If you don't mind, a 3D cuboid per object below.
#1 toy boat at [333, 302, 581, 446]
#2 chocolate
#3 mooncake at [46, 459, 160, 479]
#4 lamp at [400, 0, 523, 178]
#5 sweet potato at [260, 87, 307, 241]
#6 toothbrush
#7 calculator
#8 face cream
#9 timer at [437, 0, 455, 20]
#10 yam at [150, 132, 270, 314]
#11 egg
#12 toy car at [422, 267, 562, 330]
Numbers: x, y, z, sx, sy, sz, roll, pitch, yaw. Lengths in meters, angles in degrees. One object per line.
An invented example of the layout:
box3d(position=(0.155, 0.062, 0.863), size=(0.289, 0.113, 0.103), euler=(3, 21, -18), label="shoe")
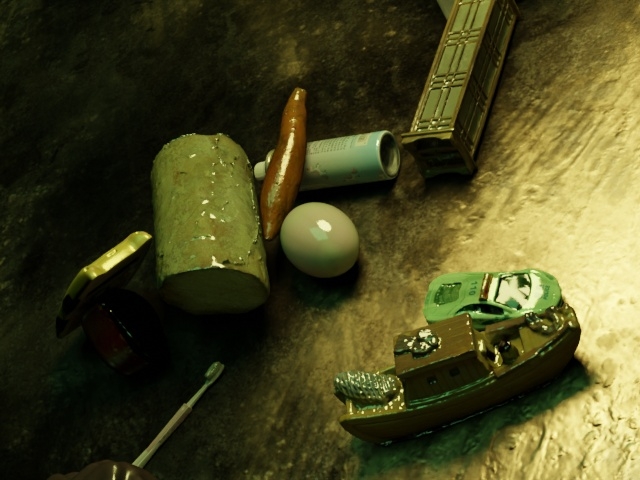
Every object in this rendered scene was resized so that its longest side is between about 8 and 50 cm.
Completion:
box3d(position=(0.162, 0.151, 1.553), size=(0.321, 0.121, 0.089), euler=(-22, 38, 16), label="toy boat")
box3d(position=(-0.299, 0.141, 1.886), size=(0.080, 0.125, 0.149), euler=(-44, 44, 17), label="chocolate")
box3d(position=(-0.296, 0.411, 1.616), size=(0.283, 0.141, 0.283), euler=(-21, 42, 20), label="mooncake")
box3d(position=(0.213, -0.245, 1.897), size=(0.089, 0.090, 0.325), euler=(-3, 51, 33), label="lamp")
box3d(position=(-0.049, -0.115, 1.884), size=(0.057, 0.057, 0.265), euler=(-3, 61, 32), label="sweet potato")
box3d(position=(-0.200, 0.247, 1.788), size=(0.194, 0.017, 0.014), euler=(-51, 38, -12), label="toothbrush")
box3d(position=(-0.331, 0.070, 1.912), size=(0.033, 0.236, 0.157), euler=(45, 53, 7), label="calculator")
box3d(position=(0.004, -0.116, 1.933), size=(0.229, 0.075, 0.075), euler=(-6, 50, 31), label="face cream")
box3d(position=(0.248, -0.494, 2.019), size=(0.195, 0.192, 0.194), euler=(-21, 44, 17), label="timer")
box3d(position=(-0.167, -0.013, 1.887), size=(0.168, 0.168, 0.304), euler=(-25, 43, 13), label="yam")
box3d(position=(0.000, 0.000, 1.808), size=(0.103, 0.103, 0.135), euler=(-46, 40, -10), label="egg")
box3d(position=(0.217, 0.071, 1.633), size=(0.186, 0.058, 0.093), euler=(-5, 49, 31), label="toy car")
